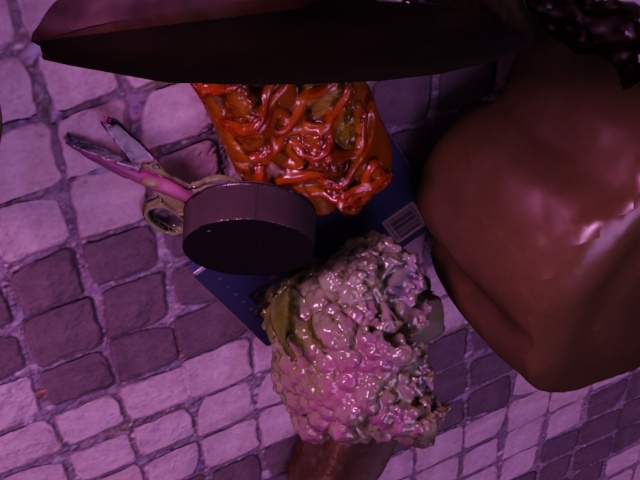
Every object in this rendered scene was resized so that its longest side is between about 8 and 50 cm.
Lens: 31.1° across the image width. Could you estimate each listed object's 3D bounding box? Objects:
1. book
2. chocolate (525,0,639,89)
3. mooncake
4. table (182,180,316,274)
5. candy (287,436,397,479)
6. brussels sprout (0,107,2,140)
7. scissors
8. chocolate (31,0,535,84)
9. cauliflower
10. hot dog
[{"bbox_3d":[0.000,0.000,1.334,0.269,0.025,0.191,-36,140,3],"label":"book"},{"bbox_3d":[0.311,-0.240,1.116,0.224,0.206,0.177,-34,111,-3],"label":"chocolate"},{"bbox_3d":[0.349,-0.053,1.328,0.467,0.262,0.467,-25,142,-21],"label":"mooncake"},{"bbox_3d":[-0.071,-0.010,1.151,0.134,0.043,0.133,1,154,0],"label":"table"},{"bbox_3d":[0.032,0.283,1.585,0.104,0.102,0.234,-8,133,-30],"label":"candy"},{"bbox_3d":[-0.327,-0.083,0.942,0.149,0.122,0.152,-42,140,14],"label":"brussels sprout"},{"bbox_3d":[-0.162,-0.063,1.126,0.134,0.020,0.187,-20,141,33],"label":"scissors"},{"bbox_3d":[-0.026,-0.262,0.816,0.314,0.296,0.326,-4,-178,31],"label":"chocolate"},{"bbox_3d":[0.066,0.106,1.339,0.315,0.239,0.256,-20,116,-43],"label":"cauliflower"},{"bbox_3d":[-0.026,-0.129,1.105,0.158,0.117,0.348,-28,141,-2],"label":"hot dog"}]
